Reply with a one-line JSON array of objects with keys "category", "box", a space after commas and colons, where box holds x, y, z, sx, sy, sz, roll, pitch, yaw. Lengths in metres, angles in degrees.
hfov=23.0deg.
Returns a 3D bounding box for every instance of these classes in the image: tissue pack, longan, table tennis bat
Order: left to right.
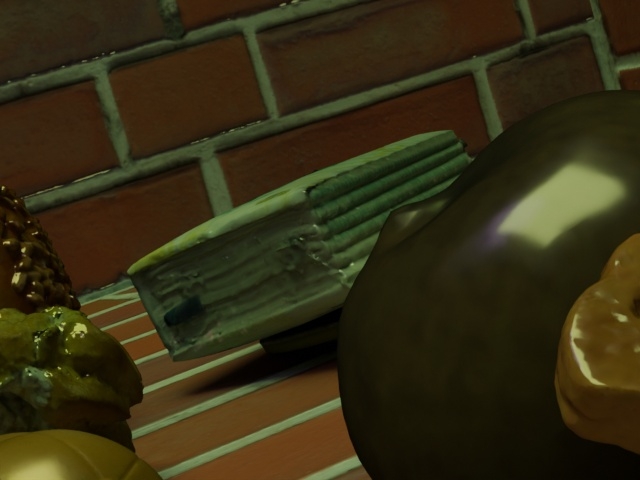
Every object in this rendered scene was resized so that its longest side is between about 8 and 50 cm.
[{"category": "tissue pack", "box": [0.000, 0.000, 1.920, 0.287, 0.162, 0.388, -22, 2, 33]}, {"category": "table tennis bat", "box": [0.068, 0.087, 1.906, 0.224, 0.054, 0.368, -21, 4, -31]}, {"category": "longan", "box": [0.176, 0.054, 0.997, 0.350, 0.288, 0.288, -31, 11, -20]}]

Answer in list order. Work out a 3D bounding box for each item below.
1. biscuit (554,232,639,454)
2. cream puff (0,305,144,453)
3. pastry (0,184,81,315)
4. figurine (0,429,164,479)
[{"category": "biscuit", "box": [0.280, 0.080, 0.763, 0.351, 0.057, 0.312, -23, 44, -24]}, {"category": "cream puff", "box": [-0.259, 0.163, 1.482, 0.194, 0.221, 0.195, 18, 30, -11]}, {"category": "pastry", "box": [-0.416, 0.076, 1.810, 0.245, 0.409, 0.409, -30, 10, -18]}, {"category": "figurine", "box": [-0.200, 0.210, 1.025, 0.257, 0.167, 0.192, -14, 20, 41]}]
